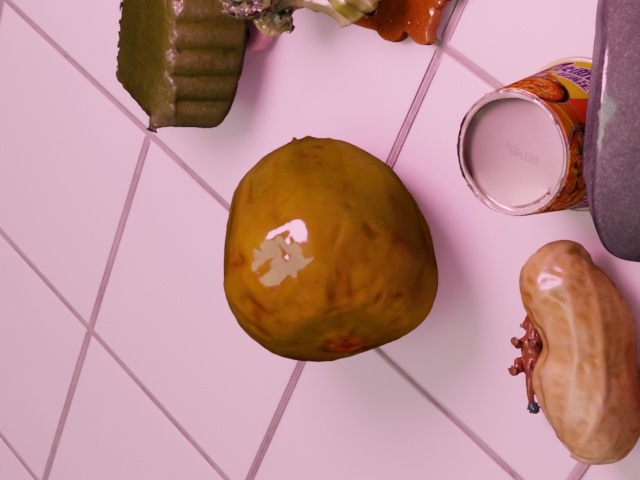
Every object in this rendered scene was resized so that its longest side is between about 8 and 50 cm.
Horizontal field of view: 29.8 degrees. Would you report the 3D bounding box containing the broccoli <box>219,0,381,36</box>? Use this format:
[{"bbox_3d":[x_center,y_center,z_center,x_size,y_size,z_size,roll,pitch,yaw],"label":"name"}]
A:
[{"bbox_3d":[-0.002,-0.408,1.721,0.288,0.248,0.245,-40,91,31],"label":"broccoli"}]

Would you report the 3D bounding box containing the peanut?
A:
[{"bbox_3d":[0.349,0.148,1.609,0.147,0.147,0.305,-2,99,44],"label":"peanut"}]

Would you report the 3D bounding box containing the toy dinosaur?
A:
[{"bbox_3d":[0.301,0.173,1.719,0.049,0.055,0.154,4,98,40],"label":"toy dinosaur"}]

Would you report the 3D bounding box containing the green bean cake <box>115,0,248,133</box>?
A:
[{"bbox_3d":[-0.225,-0.327,1.961,0.250,0.156,0.246,45,132,48],"label":"green bean cake"}]

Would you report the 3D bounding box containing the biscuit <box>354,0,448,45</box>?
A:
[{"bbox_3d":[0.112,-0.366,1.744,0.280,0.043,0.183,-3,94,49],"label":"biscuit"}]

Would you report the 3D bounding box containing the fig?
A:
[{"bbox_3d":[0.009,0.006,1.779,0.343,0.343,0.343,15,113,40],"label":"fig"}]

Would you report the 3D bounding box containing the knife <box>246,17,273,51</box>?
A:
[{"bbox_3d":[-0.062,-0.456,1.899,0.081,0.043,0.335,43,123,37],"label":"knife"}]

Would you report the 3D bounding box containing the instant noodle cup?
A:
[{"bbox_3d":[0.290,-0.124,1.554,0.213,0.174,0.213,14,112,40],"label":"instant noodle cup"}]

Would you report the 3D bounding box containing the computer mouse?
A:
[{"bbox_3d":[0.407,-0.151,1.420,0.114,0.203,0.373,-151,57,-74],"label":"computer mouse"}]
